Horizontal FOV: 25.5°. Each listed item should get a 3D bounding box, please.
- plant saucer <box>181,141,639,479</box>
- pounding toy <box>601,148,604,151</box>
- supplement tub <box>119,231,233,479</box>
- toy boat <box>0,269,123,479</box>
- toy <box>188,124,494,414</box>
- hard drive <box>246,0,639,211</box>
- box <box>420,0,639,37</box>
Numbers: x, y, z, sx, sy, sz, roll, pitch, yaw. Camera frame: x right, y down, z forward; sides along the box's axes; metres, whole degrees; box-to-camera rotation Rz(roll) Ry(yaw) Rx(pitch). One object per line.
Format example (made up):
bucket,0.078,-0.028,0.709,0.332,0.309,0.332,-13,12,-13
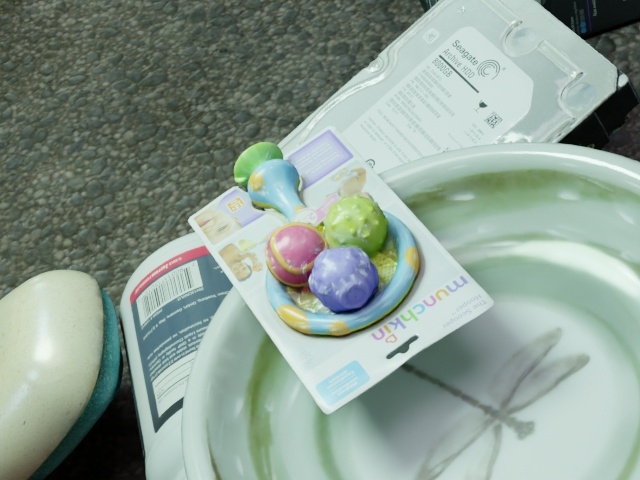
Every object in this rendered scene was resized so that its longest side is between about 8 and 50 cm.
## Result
plant saucer,0.105,0.105,0.965,0.400,0.100,0.400,-13,45,13
pounding toy,0.178,-0.055,1.417,0.206,0.094,0.181,-42,51,2
supplement tub,-0.068,0.139,1.248,0.191,0.191,0.272,-19,47,1
toy boat,-0.261,0.199,1.281,0.267,0.148,0.318,-38,42,35
toy,0.000,0.000,1.003,0.137,0.056,0.237,-33,43,-6
hard drive,0.110,-0.093,1.377,0.339,0.064,0.237,-40,51,2
box,0.245,-0.320,1.588,0.270,0.143,0.165,-19,46,1
